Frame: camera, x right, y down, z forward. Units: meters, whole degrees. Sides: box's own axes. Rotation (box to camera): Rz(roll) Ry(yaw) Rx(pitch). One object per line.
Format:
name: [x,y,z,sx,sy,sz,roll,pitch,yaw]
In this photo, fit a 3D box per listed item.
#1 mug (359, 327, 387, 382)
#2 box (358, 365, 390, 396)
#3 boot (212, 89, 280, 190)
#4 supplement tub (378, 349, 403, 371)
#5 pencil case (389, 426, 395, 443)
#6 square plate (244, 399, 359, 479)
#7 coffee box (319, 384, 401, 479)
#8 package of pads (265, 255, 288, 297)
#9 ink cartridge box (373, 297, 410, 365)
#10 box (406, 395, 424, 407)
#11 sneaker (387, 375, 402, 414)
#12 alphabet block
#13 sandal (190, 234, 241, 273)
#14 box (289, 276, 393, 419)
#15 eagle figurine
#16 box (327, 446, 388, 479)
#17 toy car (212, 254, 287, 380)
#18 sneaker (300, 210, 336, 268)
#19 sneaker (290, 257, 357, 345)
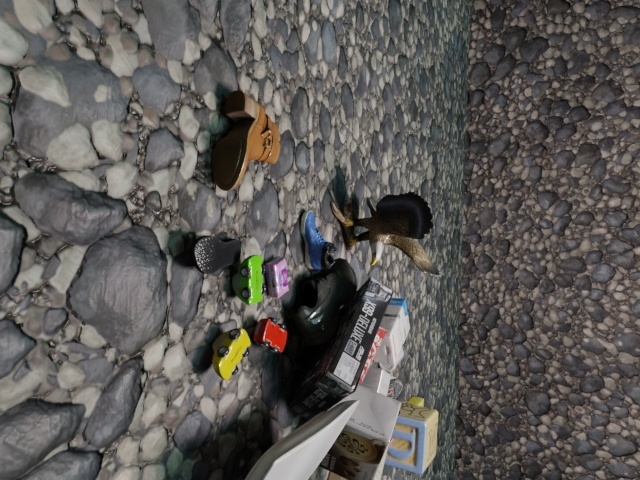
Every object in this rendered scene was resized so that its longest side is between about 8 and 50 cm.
mug: [0.119,0.328,1.420,0.170,0.113,0.150,-66,162,-8]
box: [0.164,0.463,1.551,0.101,0.101,0.087,47,54,-54]
boot: [-0.133,-0.174,0.927,0.152,0.072,0.197,29,70,-65]
supplement tub: [0.266,0.442,1.785,0.107,0.070,0.071,-17,108,-62]
pencil case: [0.121,0.518,1.384,0.086,0.206,0.088,-48,-174,-12]
square plate: [-0.087,0.492,0.969,0.344,0.049,0.347,-3,126,-61]
coffee box: [0.093,0.514,1.250,0.119,0.168,0.297,-58,162,-44]
package of pads: [-0.098,0.082,1.065,0.050,0.031,0.084,-34,123,-56]
ink cartridge box: [0.254,0.328,1.730,0.203,0.085,0.148,-51,137,-48]
box: [0.408,0.772,2.118,0.232,0.058,0.088,-3,96,-64]
sneaker: [0.240,0.587,1.706,0.299,0.111,0.121,-21,112,-62]
alphabet block: [0.338,0.754,1.835,0.197,0.192,0.194,9,87,-62]
sandal: [-0.197,0.023,0.866,0.179,0.040,0.067,1,98,-78]
box: [0.053,0.270,1.190,0.242,0.076,0.308,-55,-177,46]
eagle figurine: [0.201,-0.019,1.351,0.226,0.298,0.226,7,86,-63]
box: [0.113,0.707,1.455,0.311,0.121,0.148,-67,147,-33]
toy car: [-0.146,0.140,0.954,0.239,0.053,0.225,-10,101,-63]
sneaker: [0.000,0.000,1.191,0.058,0.084,0.152,-28,117,-59]
sneaker: [0.010,0.128,1.214,0.130,0.108,0.286,57,34,-24]
